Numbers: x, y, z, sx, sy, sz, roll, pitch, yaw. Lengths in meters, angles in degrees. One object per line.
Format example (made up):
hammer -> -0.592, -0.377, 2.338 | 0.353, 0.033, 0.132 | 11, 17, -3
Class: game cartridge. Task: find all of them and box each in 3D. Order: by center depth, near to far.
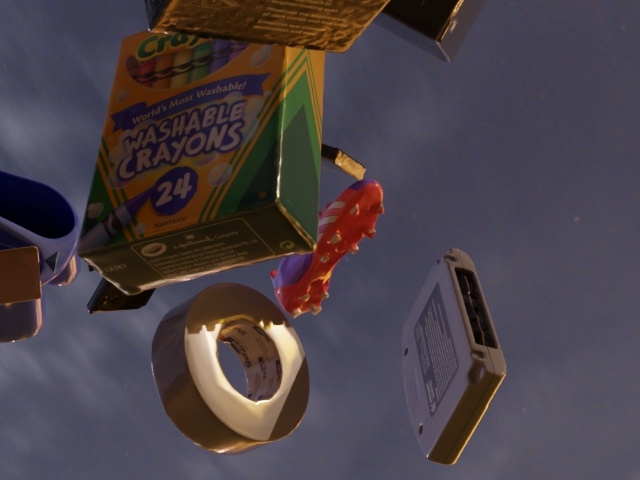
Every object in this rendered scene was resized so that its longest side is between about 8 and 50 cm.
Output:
game cartridge -> 0.182, 0.168, 1.352 | 0.062, 0.297, 0.198 | 12, -59, -10

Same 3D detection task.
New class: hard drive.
hard drive -> -0.017, -0.117, 1.233 | 0.094, 0.135, 0.022 | 25, -94, -64

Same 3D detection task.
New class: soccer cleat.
soccer cleat -> 0.000, 0.000, 1.267 | 0.083, 0.095, 0.248 | -7, -41, -40

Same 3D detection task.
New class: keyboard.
keyboard -> -0.198, 0.009, 1.017 | 0.108, 0.023, 0.180 | -1, -49, -52

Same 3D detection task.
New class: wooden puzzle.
wooden puzzle -> -0.407, 0.047, 1.245 | 0.116, 0.078, 0.014 | -1, -16, -5

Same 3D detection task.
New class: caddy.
caddy -> -0.527, 0.002, 1.418 | 0.342, 0.241, 0.179 | 16, -40, 10

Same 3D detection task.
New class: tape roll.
tape roll -> -0.115, 0.168, 1.237 | 0.219, 0.219, 0.072 | 30, -46, -35

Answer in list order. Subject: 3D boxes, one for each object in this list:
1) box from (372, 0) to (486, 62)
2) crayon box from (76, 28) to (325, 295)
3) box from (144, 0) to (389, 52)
box -> 0.070, -0.466, 1.243 | 0.396, 0.212, 0.293 | 31, -81, 9
crayon box -> -0.104, -0.121, 0.902 | 0.203, 0.322, 0.083 | -14, -38, 22
box -> -0.021, -0.208, 0.612 | 0.156, 0.093, 0.158 | -1, -22, -31
